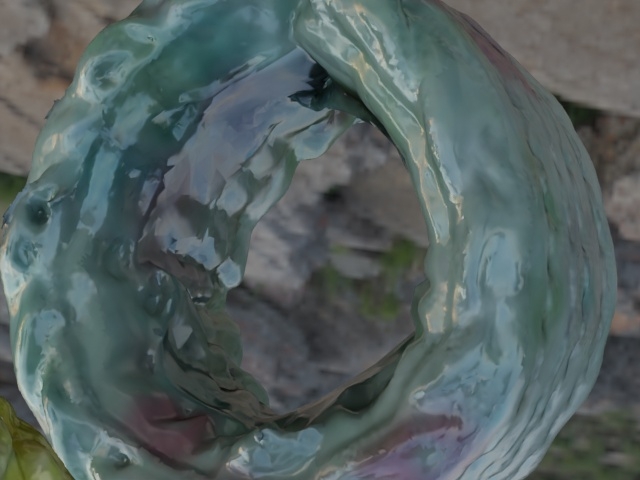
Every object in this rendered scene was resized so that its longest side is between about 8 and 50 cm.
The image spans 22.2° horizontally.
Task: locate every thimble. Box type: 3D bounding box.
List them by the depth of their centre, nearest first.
[{"bbox_3d":[0.000,0.000,0.564,0.185,0.211,0.149,-3,172,21],"label":"thimble"}]

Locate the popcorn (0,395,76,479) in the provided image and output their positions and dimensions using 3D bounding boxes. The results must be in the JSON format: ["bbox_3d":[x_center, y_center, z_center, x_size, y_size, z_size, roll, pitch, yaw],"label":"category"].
[{"bbox_3d":[-0.101,0.095,0.345,0.162,0.141,0.135,26,175,39],"label":"popcorn"}]
